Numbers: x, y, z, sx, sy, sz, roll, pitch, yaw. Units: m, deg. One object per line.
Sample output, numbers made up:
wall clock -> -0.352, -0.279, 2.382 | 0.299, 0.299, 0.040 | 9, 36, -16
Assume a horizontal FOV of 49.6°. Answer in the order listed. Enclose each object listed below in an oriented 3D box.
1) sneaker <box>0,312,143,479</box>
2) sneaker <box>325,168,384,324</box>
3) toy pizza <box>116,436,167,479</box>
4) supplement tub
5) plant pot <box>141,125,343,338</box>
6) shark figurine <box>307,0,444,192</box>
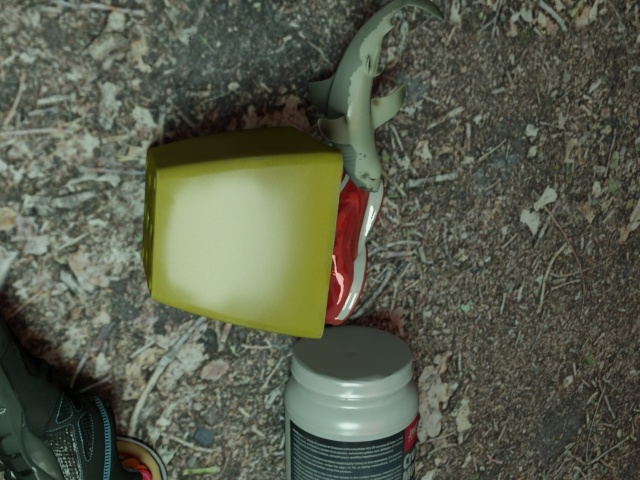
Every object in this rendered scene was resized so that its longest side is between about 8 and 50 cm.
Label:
sneaker -> -0.326, 0.205, 0.802 | 0.139, 0.125, 0.341 | -42, 119, -50
sneaker -> 0.000, 0.000, 0.953 | 0.128, 0.087, 0.221 | 14, 87, -26
toy pizza -> -0.296, 0.352, 0.909 | 0.201, 0.032, 0.201 | -11, 112, -28
supplement tub -> 0.043, 0.280, 0.996 | 0.191, 0.191, 0.272 | -10, 112, -28
plant pot -> -0.106, -0.020, 0.803 | 0.187, 0.212, 0.212 | 1, 106, -19
shark figurine -> 0.039, -0.211, 0.876 | 0.166, 0.116, 0.278 | 7, 100, -48
